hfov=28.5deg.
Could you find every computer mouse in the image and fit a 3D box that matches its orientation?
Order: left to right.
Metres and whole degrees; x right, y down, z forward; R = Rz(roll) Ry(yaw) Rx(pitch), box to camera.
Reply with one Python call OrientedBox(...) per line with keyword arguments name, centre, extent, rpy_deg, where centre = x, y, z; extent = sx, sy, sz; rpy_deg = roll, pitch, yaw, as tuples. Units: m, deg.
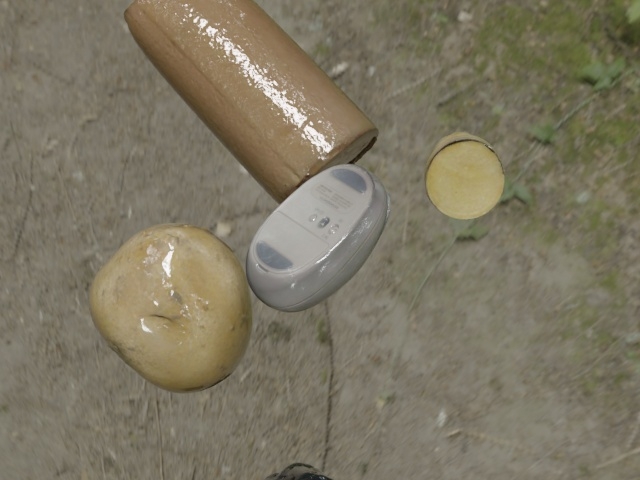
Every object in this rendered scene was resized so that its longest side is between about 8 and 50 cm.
OrientedBox(name="computer mouse", centre=(0.001, 0.002, 0.719), extent=(0.096, 0.039, 0.066), rpy_deg=(-45, 44, -9))

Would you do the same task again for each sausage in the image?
OrientedBox(name="sausage", centre=(-0.070, -0.155, 1.234), extent=(0.123, 0.123, 0.253), rpy_deg=(-39, 79, -18))

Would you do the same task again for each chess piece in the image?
OrientedBox(name="chess piece", centre=(0.117, -0.061, 1.040), extent=(0.066, 0.122, 0.066), rpy_deg=(1, 103, 4))

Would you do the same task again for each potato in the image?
OrientedBox(name="potato", centre=(-0.094, 0.046, 0.840), extent=(0.112, 0.147, 0.112), rpy_deg=(-1, 72, 4))

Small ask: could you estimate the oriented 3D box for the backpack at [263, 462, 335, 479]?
OrientedBox(name="backpack", centre=(0.018, 0.370, 1.471), extent=(0.133, 0.206, 0.258), rpy_deg=(-35, 92, -14))
